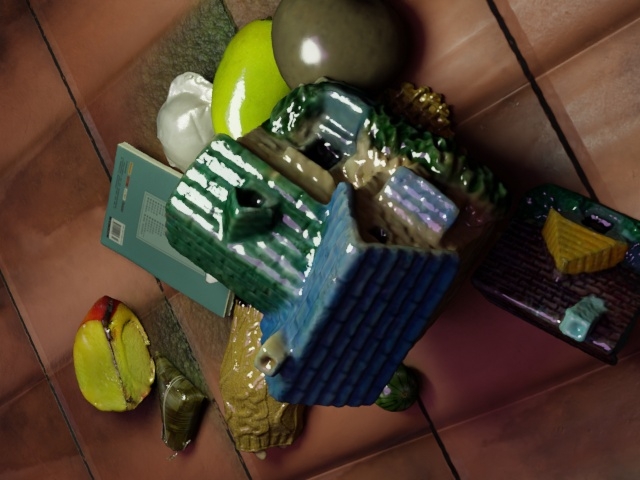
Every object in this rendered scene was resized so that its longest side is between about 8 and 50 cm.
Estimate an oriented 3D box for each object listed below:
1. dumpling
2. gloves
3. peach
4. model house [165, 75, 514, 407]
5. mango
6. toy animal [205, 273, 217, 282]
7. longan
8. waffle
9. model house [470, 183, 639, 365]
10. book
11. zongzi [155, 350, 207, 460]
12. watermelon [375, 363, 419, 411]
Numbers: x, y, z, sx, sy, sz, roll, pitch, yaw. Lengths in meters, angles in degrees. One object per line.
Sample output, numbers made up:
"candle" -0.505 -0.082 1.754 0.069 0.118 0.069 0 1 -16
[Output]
"dumpling" -0.245 -0.223 1.944 0.193 0.147 0.258 28 130 16
"gloves" -0.130 0.293 1.966 0.203 0.155 0.356 6 106 36
"peach" -0.493 0.264 2.188 0.154 0.159 0.267 -17 92 23
"model house" 0.000 0.000 1.494 0.445 0.400 0.395 38 127 12
"mango" -0.122 -0.292 1.821 0.175 0.143 0.293 15 86 -3
"toy animal" -0.078 0.035 1.843 0.310 0.247 0.183 39 160 6
"longan" 0.027 -0.357 1.692 0.215 0.246 0.246 7 104 59
"waffle" 0.162 -0.206 1.751 0.191 0.038 0.191 7 103 32
"model house" 0.390 0.058 1.530 0.280 0.249 0.230 26 111 26
"book" -0.323 -0.023 2.043 0.379 0.031 0.264 29 119 23
"zongzi" -0.353 0.382 2.179 0.184 0.084 0.187 39 123 36
"watermelon" 0.141 0.283 1.826 0.109 0.109 0.109 7 103 32
